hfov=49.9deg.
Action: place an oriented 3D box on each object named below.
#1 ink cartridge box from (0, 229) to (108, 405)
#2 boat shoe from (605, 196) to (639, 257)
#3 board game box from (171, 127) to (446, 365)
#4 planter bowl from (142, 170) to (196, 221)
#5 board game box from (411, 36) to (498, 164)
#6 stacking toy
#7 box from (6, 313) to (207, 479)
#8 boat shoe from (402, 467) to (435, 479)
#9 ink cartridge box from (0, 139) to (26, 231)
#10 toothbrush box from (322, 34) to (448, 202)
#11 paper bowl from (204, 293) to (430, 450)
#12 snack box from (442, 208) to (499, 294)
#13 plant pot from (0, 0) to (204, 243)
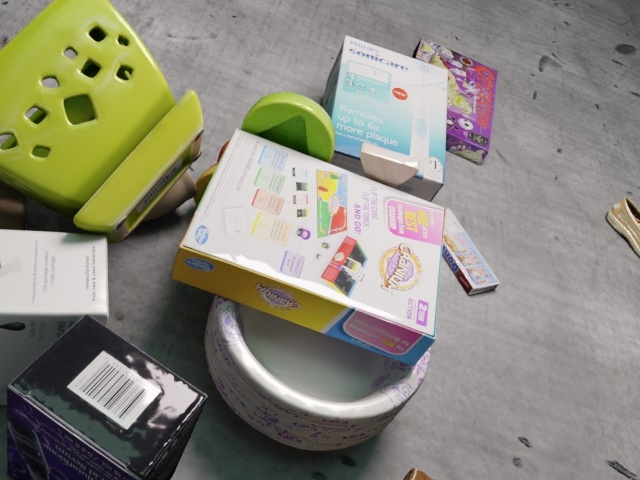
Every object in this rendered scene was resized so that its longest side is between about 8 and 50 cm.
[{"bbox_3d":[-0.380,0.088,0.742,0.273,0.197,0.114,3,49,-22],"label":"ink cartridge box"},{"bbox_3d":[0.677,-0.010,1.416,0.068,0.072,0.190,-22,62,-38],"label":"boat shoe"},{"bbox_3d":[0.000,0.000,0.886,0.317,0.064,0.242,21,44,-5],"label":"board game box"},{"bbox_3d":[-0.276,-0.090,0.999,0.162,0.162,0.109,39,70,12],"label":"planter bowl"},{"bbox_3d":[0.288,-0.324,1.544,0.208,0.056,0.347,26,44,-7],"label":"board game box"},{"bbox_3d":[-0.009,-0.111,1.047,0.309,0.279,0.130,24,46,-9],"label":"stacking toy"},{"bbox_3d":[-0.224,0.202,0.704,0.153,0.207,0.108,32,45,7],"label":"box"},{"bbox_3d":[0.023,0.365,0.734,0.120,0.122,0.324,32,45,14],"label":"boat shoe"},{"bbox_3d":[-0.507,-0.046,0.885,0.235,0.088,0.193,2,48,-25],"label":"ink cartridge box"},{"bbox_3d":[0.112,-0.209,1.268,0.216,0.126,0.295,17,53,-9],"label":"toothbrush box"},{"bbox_3d":[-0.012,0.137,0.905,0.284,0.148,0.284,13,46,-14],"label":"paper bowl"},{"bbox_3d":[0.246,0.016,1.226,0.064,0.022,0.178,-7,53,-31],"label":"snack box"},{"bbox_3d":[-0.270,-0.126,0.823,0.207,0.227,0.228,39,77,-5],"label":"plant pot"}]
